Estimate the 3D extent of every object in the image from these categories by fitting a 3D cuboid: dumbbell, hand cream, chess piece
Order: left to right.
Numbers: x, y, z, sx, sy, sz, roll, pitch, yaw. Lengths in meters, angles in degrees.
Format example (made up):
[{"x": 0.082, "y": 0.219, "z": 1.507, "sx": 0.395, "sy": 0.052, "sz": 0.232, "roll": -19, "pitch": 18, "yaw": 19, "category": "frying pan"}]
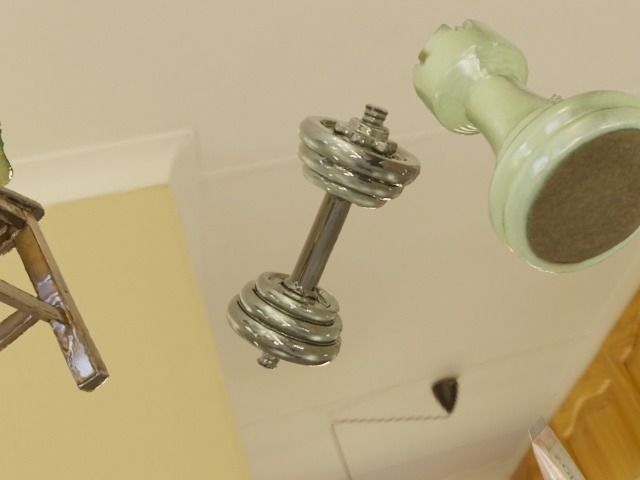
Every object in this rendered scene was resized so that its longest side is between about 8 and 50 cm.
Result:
[{"x": 0.000, "y": 0.000, "z": 1.301, "sx": 0.179, "sy": 0.179, "sz": 0.406, "roll": 11, "pitch": -70, "yaw": -41, "category": "dumbbell"}, {"x": 0.216, "y": -0.123, "z": 1.007, "sx": 0.195, "sy": 0.299, "sz": 0.194, "roll": -14, "pitch": -49, "yaw": -17, "category": "chess piece"}, {"x": 0.206, "y": 0.227, "z": 0.677, "sx": 0.043, "sy": 0.209, "sz": 0.067, "roll": -30, "pitch": -11, "yaw": 21, "category": "hand cream"}]

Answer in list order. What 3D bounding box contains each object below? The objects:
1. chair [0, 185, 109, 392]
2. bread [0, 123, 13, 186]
[{"x": -0.408, "y": -0.008, "z": 0.892, "sx": 0.203, "sy": 0.416, "sz": 0.240, "roll": -38, "pitch": -33, "yaw": 9, "category": "chair"}, {"x": -0.429, "y": -0.163, "z": 1.084, "sx": 0.033, "sy": 0.228, "sz": 0.228, "roll": -31, "pitch": -25, "yaw": -25, "category": "bread"}]
